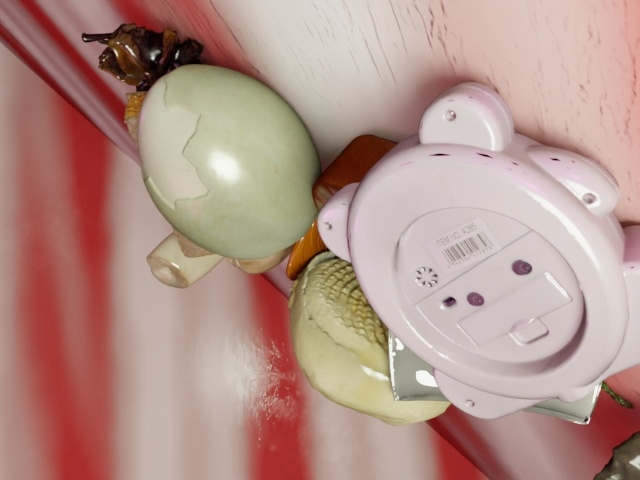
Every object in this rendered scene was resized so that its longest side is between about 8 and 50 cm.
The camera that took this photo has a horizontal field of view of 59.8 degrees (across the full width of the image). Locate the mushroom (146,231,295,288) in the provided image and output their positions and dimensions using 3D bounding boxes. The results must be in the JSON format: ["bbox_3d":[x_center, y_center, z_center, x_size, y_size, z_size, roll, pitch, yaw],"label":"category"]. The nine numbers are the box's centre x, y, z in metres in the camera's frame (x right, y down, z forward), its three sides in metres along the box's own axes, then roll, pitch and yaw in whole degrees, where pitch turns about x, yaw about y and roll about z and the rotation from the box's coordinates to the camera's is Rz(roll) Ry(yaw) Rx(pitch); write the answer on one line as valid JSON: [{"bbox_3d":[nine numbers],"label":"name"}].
[{"bbox_3d":[-0.222,-0.055,1.339,0.325,0.353,0.353,-4,144,24],"label":"mushroom"}]

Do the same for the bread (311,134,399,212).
[{"bbox_3d":[0.127,-0.015,0.840,0.295,0.114,0.327,36,166,21],"label":"bread"}]

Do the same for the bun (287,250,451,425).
[{"bbox_3d":[0.099,0.187,1.011,0.365,0.202,0.364,18,-153,-10],"label":"bun"}]

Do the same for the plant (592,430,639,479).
[{"bbox_3d":[0.537,0.399,0.795,0.215,0.213,0.312,25,168,46],"label":"plant"}]

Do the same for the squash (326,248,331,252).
[{"bbox_3d":[0.022,0.018,1.264,0.101,0.101,0.378,30,164,40],"label":"squash"}]

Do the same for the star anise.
[{"bbox_3d":[-0.285,-0.322,1.008,0.190,0.125,0.220,17,167,35],"label":"star anise"}]

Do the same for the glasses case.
[{"bbox_3d":[0.247,0.185,0.815,0.308,0.128,0.083,6,169,5],"label":"glasses case"}]

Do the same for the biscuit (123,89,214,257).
[{"bbox_3d":[-0.275,-0.112,1.090,0.054,0.094,0.378,-89,-9,-47],"label":"biscuit"}]

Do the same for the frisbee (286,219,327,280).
[{"bbox_3d":[0.000,0.000,1.069,0.035,0.192,0.192,33,164,13],"label":"frisbee"}]

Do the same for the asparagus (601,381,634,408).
[{"bbox_3d":[0.446,0.224,0.906,0.163,0.016,0.016,43,147,0],"label":"asparagus"}]

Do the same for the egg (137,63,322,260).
[{"bbox_3d":[-0.154,-0.130,0.909,0.278,0.278,0.336,24,156,51],"label":"egg"}]

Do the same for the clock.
[{"bbox_3d":[0.173,0.022,0.585,0.322,0.113,0.295,46,130,-2],"label":"clock"}]
